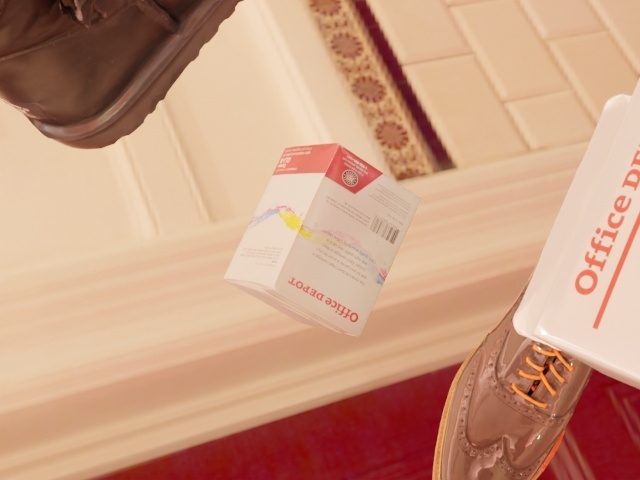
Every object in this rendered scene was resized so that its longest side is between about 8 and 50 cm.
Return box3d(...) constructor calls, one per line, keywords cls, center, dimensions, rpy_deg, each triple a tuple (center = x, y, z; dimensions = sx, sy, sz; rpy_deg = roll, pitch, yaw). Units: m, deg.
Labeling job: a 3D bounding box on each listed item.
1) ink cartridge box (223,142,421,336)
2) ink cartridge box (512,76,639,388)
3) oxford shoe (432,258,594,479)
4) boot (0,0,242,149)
box3d(cls="ink cartridge box", center=(0.000, 0.000, 1.150), dimensions=(0.127, 0.128, 0.176), rpy_deg=(4, 66, 58))
box3d(cls="ink cartridge box", center=(0.138, 0.006, 0.310), dimensions=(0.181, 0.062, 0.104), rpy_deg=(21, 87, 41))
box3d(cls="oxford shoe", center=(0.164, 0.095, 0.797), dimensions=(0.097, 0.271, 0.098), rpy_deg=(26, 170, 9))
box3d(cls="boot", center=(-0.114, -0.245, 0.454), dimensions=(0.146, 0.367, 0.445), rpy_deg=(29, 177, 15))
